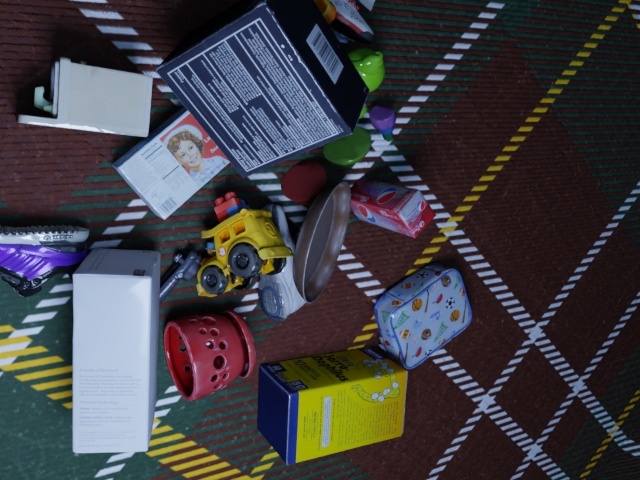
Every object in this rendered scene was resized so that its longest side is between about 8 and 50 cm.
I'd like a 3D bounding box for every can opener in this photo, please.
[{"bbox_3d":[-0.348,0.095,1.391,0.073,0.059,0.186,45,79,-20],"label":"can opener"}]

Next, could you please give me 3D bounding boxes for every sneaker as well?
[{"bbox_3d":[-0.621,0.046,1.203,0.293,0.102,0.146,-1,103,-29],"label":"sneaker"},{"bbox_3d":[0.040,-0.587,1.395,0.270,0.090,0.145,27,92,-18],"label":"sneaker"},{"bbox_3d":[-0.101,0.050,1.511,0.129,0.111,0.297,-21,112,-47],"label":"sneaker"}]

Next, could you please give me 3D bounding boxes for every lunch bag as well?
[{"bbox_3d":[0.300,0.226,1.757,0.303,0.115,0.243,-30,117,-21],"label":"lunch bag"}]

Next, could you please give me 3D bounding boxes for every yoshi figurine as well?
[{"bbox_3d":[0.040,-0.438,1.399,0.362,0.203,0.204,42,37,-55],"label":"yoshi figurine"}]

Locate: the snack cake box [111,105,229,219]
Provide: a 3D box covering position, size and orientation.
[{"bbox_3d":[-0.308,-0.192,1.331,0.264,0.089,0.152,-44,116,-14],"label":"snack cake box"}]

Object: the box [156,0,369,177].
[{"bbox_3d":[-0.110,-0.326,1.209,0.296,0.294,0.183,52,38,-29],"label":"box"}]

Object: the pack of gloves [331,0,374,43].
[{"bbox_3d":[0.041,-0.611,1.454,0.232,0.046,0.195,25,89,-31],"label":"pack of gloves"}]

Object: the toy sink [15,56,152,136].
[{"bbox_3d":[-0.470,-0.286,1.182,0.234,0.153,0.131,2,101,-28],"label":"toy sink"}]

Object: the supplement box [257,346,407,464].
[{"bbox_3d":[0.031,0.430,1.604,0.356,0.194,0.195,-3,103,-29],"label":"supplement box"}]

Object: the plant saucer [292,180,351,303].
[{"bbox_3d":[0.000,0.000,1.463,0.050,0.310,0.311,17,90,14],"label":"plant saucer"}]

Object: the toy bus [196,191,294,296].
[{"bbox_3d":[-0.204,0.005,1.387,0.211,0.220,0.149,65,23,9],"label":"toy bus"}]

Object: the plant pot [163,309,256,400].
[{"bbox_3d":[-0.256,0.260,1.408,0.174,0.191,0.191,-14,108,-31],"label":"plant pot"}]

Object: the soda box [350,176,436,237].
[{"bbox_3d":[0.169,-0.088,1.519,0.083,0.263,0.092,-45,118,-12],"label":"soda box"}]

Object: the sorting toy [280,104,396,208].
[{"bbox_3d":[0.065,-0.195,1.546,0.365,0.127,0.126,-42,141,-12],"label":"sorting toy"}]

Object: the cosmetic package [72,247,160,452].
[{"bbox_3d":[-0.427,0.225,1.267,0.156,0.217,0.385,1,101,-11],"label":"cosmetic package"}]
